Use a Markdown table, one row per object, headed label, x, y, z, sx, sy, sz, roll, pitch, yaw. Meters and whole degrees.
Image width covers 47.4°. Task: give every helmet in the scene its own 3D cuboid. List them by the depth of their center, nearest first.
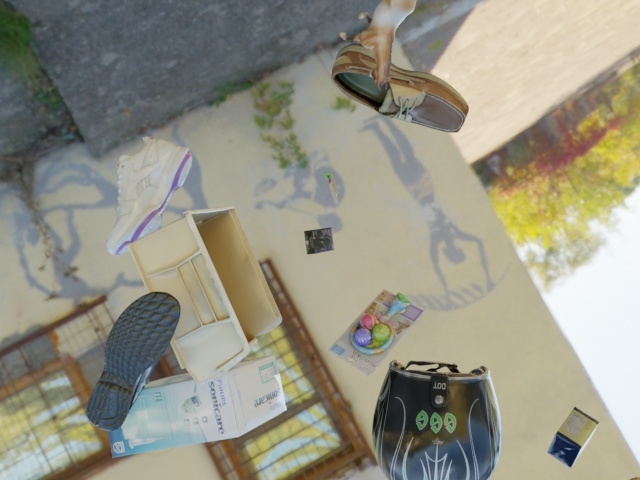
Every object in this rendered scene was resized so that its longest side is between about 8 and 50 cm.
| label | x | y | z | sx | sy | sz | roll | pitch | yaw |
| --- | --- | --- | --- | --- | --- | --- | --- | --- | --- |
| helmet | 0.138 | 0.230 | 0.871 | 0.169 | 0.162 | 0.169 | 3 | 180 | 0 |

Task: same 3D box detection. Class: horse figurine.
| label | x | y | z | sx | sy | sz | roll | pitch | yaw |
| --- | --- | --- | --- | --- | --- | --- | --- | --- | --- |
| horse figurine | 0.129 | -0.454 | 1.436 | 0.066 | 0.174 | 0.263 | 11 | 121 | -36 |

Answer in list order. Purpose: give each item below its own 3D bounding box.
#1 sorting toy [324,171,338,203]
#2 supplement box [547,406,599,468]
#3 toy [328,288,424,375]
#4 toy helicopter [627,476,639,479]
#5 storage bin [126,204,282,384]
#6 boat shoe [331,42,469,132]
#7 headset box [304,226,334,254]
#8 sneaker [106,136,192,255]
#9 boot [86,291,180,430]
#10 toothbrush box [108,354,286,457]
| label | x | y | z | sx | sy | sz | roll | pitch | yaw |
| --- | --- | --- | --- | --- | --- | --- | --- | --- | --- |
| sorting toy | 0.025 | -0.135 | 1.750 | 0.012 | 0.083 | 0.062 | -13 | -153 | 11 |
| supplement box | 0.519 | 0.405 | 1.499 | 0.083 | 0.056 | 0.083 | -40 | 148 | -31 |
| toy | 0.142 | 0.217 | 1.857 | 0.237 | 0.136 | 0.056 | -43 | 142 | -27 |
| toy helicopter | 0.760 | 0.510 | 1.451 | 0.354 | 0.235 | 0.140 | -5 | 149 | -15 |
| storage bin | -0.186 | 0.085 | 1.273 | 0.123 | 0.260 | 0.262 | -24 | -179 | 9 |
| boat shoe | 0.167 | -0.319 | 1.629 | 0.123 | 0.323 | 0.120 | 111 | 6 | -46 |
| headset box | 0.000 | 0.000 | 1.887 | 0.083 | 0.062 | 0.032 | -9 | -178 | -45 |
| sneaker | -0.421 | -0.105 | 1.675 | 0.114 | 0.152 | 0.305 | 108 | 8 | -67 |
| boot | -0.281 | 0.163 | 1.138 | 0.247 | 0.083 | 0.161 | -60 | -175 | 15 |
| toothbrush box | -0.250 | 0.330 | 1.471 | 0.295 | 0.126 | 0.216 | -14 | 176 | 23 |
